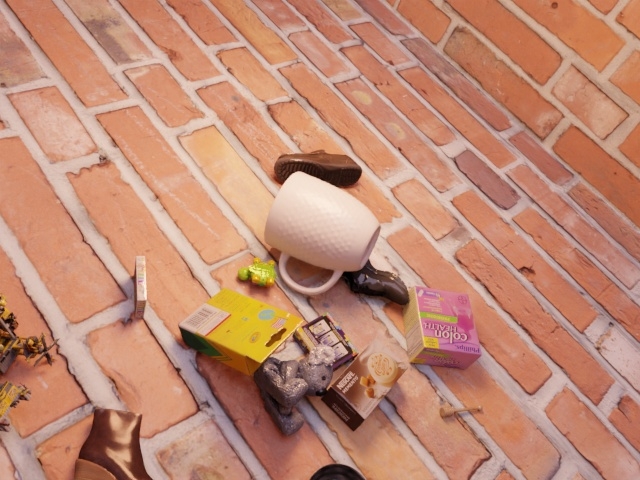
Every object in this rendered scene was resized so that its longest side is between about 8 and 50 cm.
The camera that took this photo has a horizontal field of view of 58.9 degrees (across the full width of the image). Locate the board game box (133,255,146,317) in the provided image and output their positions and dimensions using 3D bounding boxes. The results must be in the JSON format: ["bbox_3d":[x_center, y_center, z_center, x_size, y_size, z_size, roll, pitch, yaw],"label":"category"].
[{"bbox_3d":[-0.534,0.137,1.678,0.026,0.103,0.154,2,52,-22],"label":"board game box"}]

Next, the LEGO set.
[{"bbox_3d":[-0.774,0.291,1.349,0.192,0.255,0.331,2,35,13],"label":"LEGO set"}]

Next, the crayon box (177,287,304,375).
[{"bbox_3d":[-0.224,0.262,1.629,0.318,0.081,0.202,16,40,33],"label":"crayon box"}]

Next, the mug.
[{"bbox_3d":[0.000,0.000,1.902,0.328,0.276,0.374,25,87,13],"label":"mug"}]

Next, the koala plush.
[{"bbox_3d":[-0.056,0.396,1.623,0.221,0.196,0.203,-20,43,-30],"label":"koala plush"}]

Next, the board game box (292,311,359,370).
[{"bbox_3d":[0.017,0.329,1.796,0.141,0.048,0.170,-24,66,-33],"label":"board game box"}]

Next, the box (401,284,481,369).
[{"bbox_3d":[0.407,0.297,1.941,0.213,0.117,0.243,11,50,-15],"label":"box"}]

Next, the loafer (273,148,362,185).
[{"bbox_3d":[-0.019,-0.288,2.239,0.366,0.134,0.130,3,42,-27],"label":"loafer"}]

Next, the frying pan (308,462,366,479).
[{"bbox_3d":[-0.004,0.715,1.475,0.326,0.053,0.197,-19,63,-31],"label":"frying pan"}]

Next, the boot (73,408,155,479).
[{"bbox_3d":[-0.466,0.528,1.401,0.248,0.090,0.207,12,52,-9],"label":"boot"}]

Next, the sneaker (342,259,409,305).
[{"bbox_3d":[0.174,0.151,1.983,0.286,0.109,0.130,32,54,16],"label":"sneaker"}]

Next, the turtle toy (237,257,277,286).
[{"bbox_3d":[-0.206,0.111,1.864,0.130,0.066,0.095,11,50,-14],"label":"turtle toy"}]

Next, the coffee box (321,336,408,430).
[{"bbox_3d":[0.136,0.433,1.728,0.141,0.098,0.246,42,49,13],"label":"coffee box"}]

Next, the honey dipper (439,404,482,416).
[{"bbox_3d":[0.456,0.546,1.824,0.161,0.030,0.030,4,52,-25],"label":"honey dipper"}]
